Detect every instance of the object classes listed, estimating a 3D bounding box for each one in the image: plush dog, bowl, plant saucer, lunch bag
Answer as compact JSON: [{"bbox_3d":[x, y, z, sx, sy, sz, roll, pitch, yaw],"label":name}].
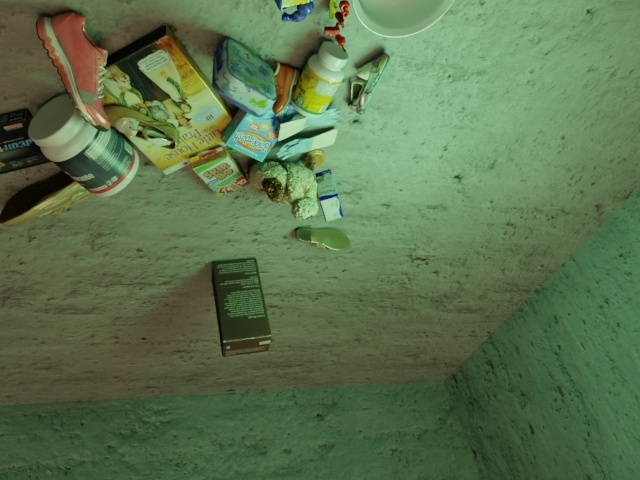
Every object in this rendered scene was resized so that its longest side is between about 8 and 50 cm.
[{"bbox_3d":[-0.134,-0.205,1.974,0.226,0.262,0.210,7,109,-37],"label":"plush dog"},{"bbox_3d":[0.209,-0.698,1.513,0.298,0.134,0.297,-10,143,-8],"label":"bowl"},{"bbox_3d":[-0.020,-0.288,2.053,0.084,0.013,0.083,-9,143,-7],"label":"plant saucer"},{"bbox_3d":[-0.215,-0.453,1.604,0.176,0.218,0.090,27,125,-33],"label":"lunch bag"}]

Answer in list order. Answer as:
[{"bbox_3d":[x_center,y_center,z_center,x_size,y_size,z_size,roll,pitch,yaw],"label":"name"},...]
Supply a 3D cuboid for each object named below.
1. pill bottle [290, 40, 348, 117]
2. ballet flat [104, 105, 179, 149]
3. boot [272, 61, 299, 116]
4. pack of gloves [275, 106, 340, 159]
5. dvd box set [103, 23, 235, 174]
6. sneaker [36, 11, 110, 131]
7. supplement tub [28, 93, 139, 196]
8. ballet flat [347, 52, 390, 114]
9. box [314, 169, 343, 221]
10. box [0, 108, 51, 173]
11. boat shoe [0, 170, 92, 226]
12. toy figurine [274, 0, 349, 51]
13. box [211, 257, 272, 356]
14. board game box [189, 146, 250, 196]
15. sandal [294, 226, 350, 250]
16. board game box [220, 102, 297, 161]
[{"bbox_3d":[-0.001,-0.480,1.730,0.118,0.117,0.208,8,137,-28],"label":"pill bottle"},{"bbox_3d":[-0.517,-0.325,1.682,0.233,0.073,0.080,14,134,-31],"label":"ballet flat"},{"bbox_3d":[-0.126,-0.450,1.720,0.085,0.157,0.059,22,168,-32],"label":"boot"},{"bbox_3d":[-0.048,-0.361,1.903,0.232,0.046,0.195,-21,157,-21],"label":"pack of gloves"},{"bbox_3d":[-0.460,-0.396,1.722,0.308,0.062,0.420,-23,142,11],"label":"dvd box set"},{"bbox_3d":[-0.604,-0.438,1.505,0.136,0.116,0.313,-24,113,-7],"label":"sneaker"},{"bbox_3d":[-0.685,-0.272,1.693,0.191,0.191,0.272,-24,142,11],"label":"supplement tub"},{"bbox_3d":[0.140,-0.493,1.811,0.079,0.076,0.221,17,136,-9],"label":"ballet flat"},{"bbox_3d":[0.028,-0.164,2.125,0.072,0.137,0.126,-16,143,2],"label":"box"},{"bbox_3d":[-0.929,-0.284,1.708,0.221,0.051,0.175,-13,143,-2],"label":"box"},{"bbox_3d":[-0.876,-0.121,1.876,0.341,0.121,0.110,-24,141,9],"label":"boat shoe"},{"bbox_3d":[-0.044,-0.655,1.447,0.218,0.191,0.362,-5,141,-6],"label":"toy figurine"},{"bbox_3d":[-0.325,0.264,2.343,0.191,0.381,0.143,-4,142,-15],"label":"box"},{"bbox_3d":[-0.335,-0.228,1.947,0.124,0.039,0.259,-20,156,5],"label":"board game box"},{"bbox_3d":[0.001,-0.006,2.389,0.240,0.088,0.079,11,167,-21],"label":"sandal"},{"bbox_3d":[-0.189,-0.364,1.806,0.160,0.047,0.210,20,113,-47],"label":"board game box"}]
